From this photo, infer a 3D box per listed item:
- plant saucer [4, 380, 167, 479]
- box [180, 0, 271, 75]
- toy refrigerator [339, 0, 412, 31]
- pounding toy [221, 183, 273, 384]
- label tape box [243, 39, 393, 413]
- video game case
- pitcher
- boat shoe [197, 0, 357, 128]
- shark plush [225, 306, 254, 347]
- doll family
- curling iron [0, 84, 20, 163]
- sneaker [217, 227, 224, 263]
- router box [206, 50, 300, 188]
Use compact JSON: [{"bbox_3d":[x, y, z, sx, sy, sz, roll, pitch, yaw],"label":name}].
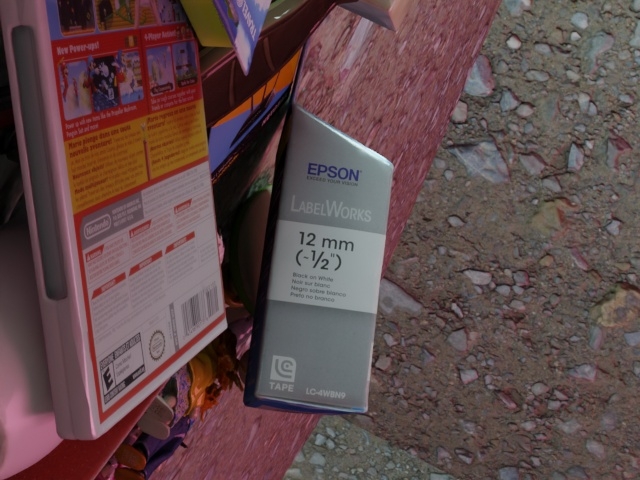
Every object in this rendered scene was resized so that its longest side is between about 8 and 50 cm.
[{"bbox_3d":[-0.233,0.195,0.796,0.258,0.048,0.259,-37,-168,45],"label":"plant saucer"},{"bbox_3d":[-0.052,-0.204,0.726,0.109,0.042,0.178,65,36,-56],"label":"box"},{"bbox_3d":[0.085,-0.349,1.132,0.269,0.102,0.094,-63,171,2],"label":"toy refrigerator"},{"bbox_3d":[-0.060,0.055,1.406,0.183,0.110,0.237,-3,85,-47],"label":"pounding toy"},{"bbox_3d":[0.000,0.000,1.204,0.249,0.115,0.347,123,-24,-79],"label":"label tape box"},{"bbox_3d":[-0.110,-0.058,0.667,0.204,0.025,0.285,-39,127,-70],"label":"video game case"},{"bbox_3d":[-0.194,0.062,0.709,0.178,0.125,0.207,-51,-170,31],"label":"pitcher"},{"bbox_3d":[-0.050,-0.183,0.843,0.307,0.104,0.111,-41,174,-17],"label":"boat shoe"},{"bbox_3d":[-0.132,0.141,1.413,0.161,0.067,0.073,-59,171,-26],"label":"shark plush"},{"bbox_3d":[-0.151,0.169,1.218,0.163,0.118,0.263,-51,165,-55],"label":"doll family"},{"bbox_3d":[-0.193,-0.046,0.612,0.068,0.035,0.274,-67,171,20],"label":"curling iron"},{"bbox_3d":[-0.140,0.003,0.956,0.106,0.078,0.234,-58,166,-17],"label":"sneaker"},{"bbox_3d":[-0.072,-0.134,1.026,0.179,0.046,0.133,-55,168,-42],"label":"router box"}]
